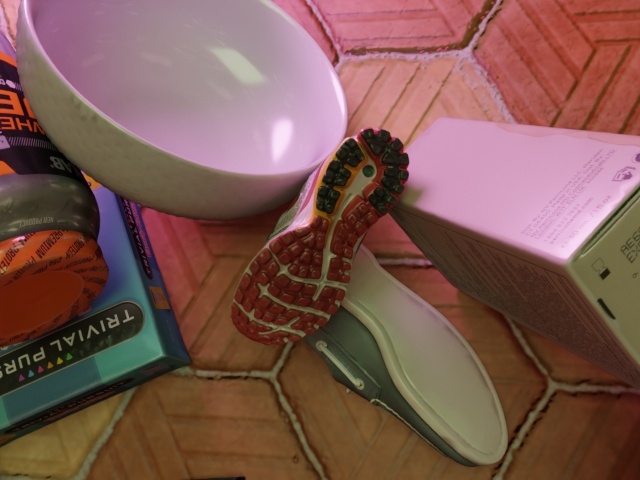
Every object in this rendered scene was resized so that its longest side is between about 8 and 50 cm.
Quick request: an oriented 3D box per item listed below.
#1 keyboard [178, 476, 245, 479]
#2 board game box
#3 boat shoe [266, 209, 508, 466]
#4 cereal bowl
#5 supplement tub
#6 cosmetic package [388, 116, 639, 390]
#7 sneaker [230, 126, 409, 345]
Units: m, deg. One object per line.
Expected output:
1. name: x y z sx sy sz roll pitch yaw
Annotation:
1. keyboard: -0.099 0.335 0.693 0.108 0.023 0.180 -6 74 9
2. board game box: -0.326 0.032 0.791 0.253 0.079 0.336 -24 71 4
3. boat shoe: 0.056 0.107 0.706 0.319 0.116 0.099 47 130 12
4. cereal bowl: -0.147 -0.149 0.721 0.339 0.338 0.141 53 133 19
5. supplement tub: -0.346 -0.064 0.678 0.193 0.193 0.316 -34 72 0
6. cosmetic package: 0.180 -0.004 0.570 0.113 0.309 0.160 -45 113 -3
7. sneaker: 0.000 0.000 0.633 0.088 0.093 0.225 37 93 -10
